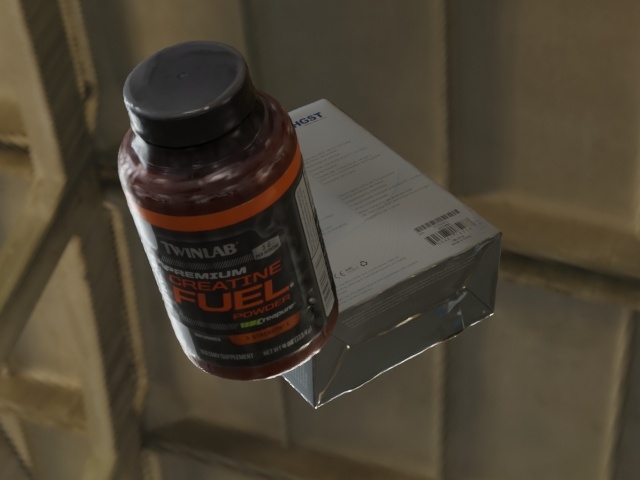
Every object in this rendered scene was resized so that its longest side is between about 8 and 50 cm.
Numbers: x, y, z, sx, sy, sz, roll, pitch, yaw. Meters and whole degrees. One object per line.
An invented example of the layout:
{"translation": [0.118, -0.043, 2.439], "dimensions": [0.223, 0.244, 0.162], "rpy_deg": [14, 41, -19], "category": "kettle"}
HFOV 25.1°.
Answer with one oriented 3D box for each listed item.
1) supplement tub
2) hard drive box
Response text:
{"translation": [-0.056, -0.017, 0.836], "dimensions": [0.106, 0.106, 0.198], "rpy_deg": [7, -44, 23], "category": "supplement tub"}
{"translation": [0.000, 0.000, 1.140], "dimensions": [0.232, 0.181, 0.089], "rpy_deg": [42, -35, 39], "category": "hard drive box"}
